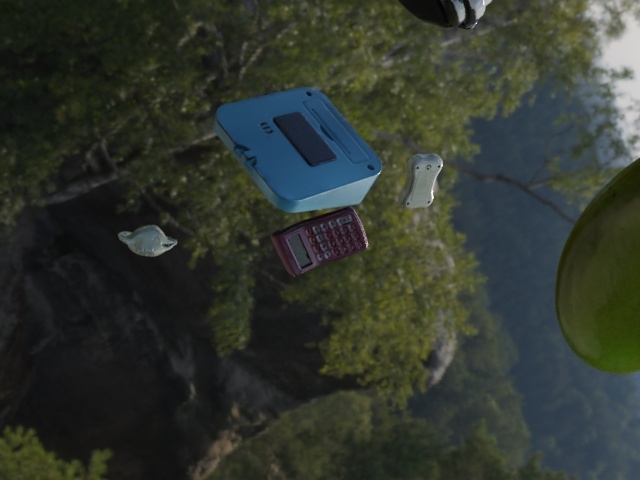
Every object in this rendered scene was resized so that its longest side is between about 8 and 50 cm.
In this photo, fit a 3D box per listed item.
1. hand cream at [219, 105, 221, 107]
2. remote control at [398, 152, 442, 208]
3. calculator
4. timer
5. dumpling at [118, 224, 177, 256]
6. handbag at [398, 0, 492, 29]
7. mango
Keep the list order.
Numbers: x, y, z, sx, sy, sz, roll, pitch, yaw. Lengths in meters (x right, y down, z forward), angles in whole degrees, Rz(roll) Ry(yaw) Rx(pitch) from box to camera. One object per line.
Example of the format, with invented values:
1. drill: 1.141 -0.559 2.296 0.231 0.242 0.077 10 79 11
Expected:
1. hand cream: -0.094 -0.183 1.941 0.312 0.070 0.111 41 -8 22
2. remote control: 0.198 -0.118 1.788 0.032 0.074 0.122 -123 -144 -47
3. calculator: 0.000 0.000 1.917 0.034 0.190 0.127 -103 172 -52
4. timer: -0.047 -0.149 1.559 0.250 0.091 0.232 -17 61 -41
5. dumpling: -0.241 -0.002 1.246 0.059 0.077 0.043 35 -41 55
6. handbag: 0.128 -0.390 1.171 0.254 0.093 0.308 52 3 -21
7. mango: 0.336 0.008 0.844 0.185 0.273 0.149 59 23 -1
